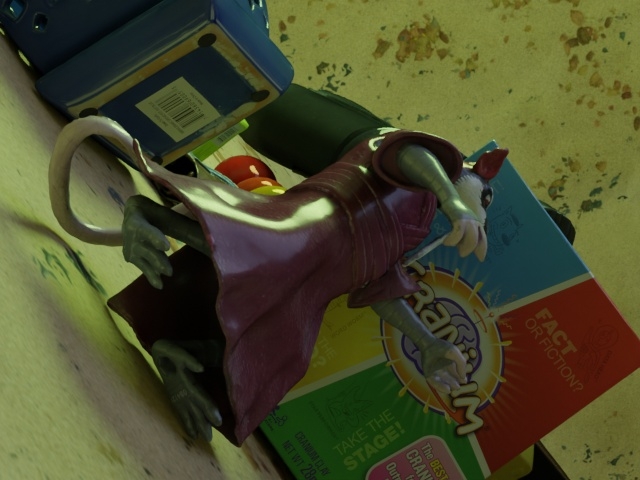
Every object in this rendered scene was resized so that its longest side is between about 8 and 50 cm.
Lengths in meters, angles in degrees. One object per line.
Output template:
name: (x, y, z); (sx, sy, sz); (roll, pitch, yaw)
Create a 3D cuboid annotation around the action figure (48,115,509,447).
action figure: (0.000, 0.000, 1.226); (0.276, 0.370, 0.248); (41, -40, 23)

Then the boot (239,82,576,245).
boot: (0.036, -0.102, 1.790); (0.367, 0.146, 0.445); (25, 9, -43)

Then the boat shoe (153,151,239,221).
boat shoe: (-0.145, -0.058, 1.664); (0.183, 0.066, 0.066); (43, 12, -6)

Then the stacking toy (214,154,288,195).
stacking toy: (-0.053, -0.005, 1.793); (0.141, 0.141, 0.330); (50, 2, -33)

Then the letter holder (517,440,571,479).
letter holder: (0.223, 0.293, 2.111); (0.302, 0.152, 0.214); (50, 5, -38)

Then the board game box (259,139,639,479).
board game box: (0.093, 0.099, 1.348); (0.242, 0.317, 0.064); (54, -2, 4)

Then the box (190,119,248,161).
box: (-0.177, -0.176, 1.821); (0.178, 0.109, 0.042); (56, 8, 22)

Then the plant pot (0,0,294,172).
plant pot: (-0.174, -0.214, 1.523); (0.212, 0.236, 0.236); (65, 11, 28)

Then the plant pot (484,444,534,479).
plant pot: (0.138, 0.199, 1.797); (0.212, 0.212, 0.187); (48, 20, -45)
